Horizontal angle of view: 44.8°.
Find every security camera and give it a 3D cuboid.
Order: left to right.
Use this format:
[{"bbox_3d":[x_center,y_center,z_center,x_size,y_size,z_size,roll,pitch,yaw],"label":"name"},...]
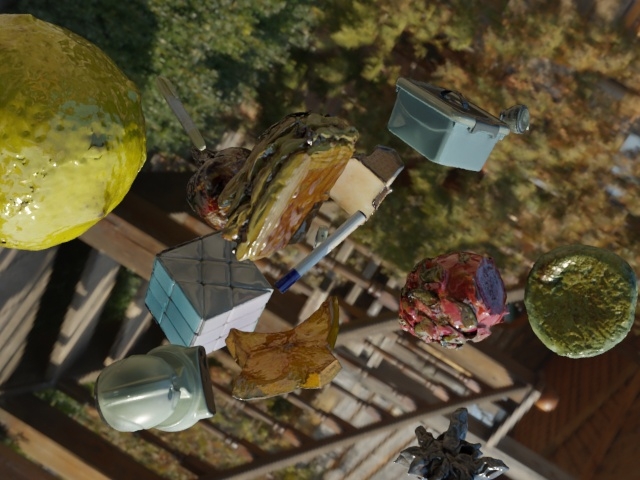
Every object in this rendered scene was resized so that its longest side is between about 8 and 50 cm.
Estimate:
[{"bbox_3d":[-0.367,0.327,1.681,0.277,0.191,0.197,25,54,-75],"label":"security camera"}]

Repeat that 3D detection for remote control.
[{"bbox_3d":[0.000,0.000,2.286,0.122,0.032,0.074,111,-11,-75],"label":"remote control"}]

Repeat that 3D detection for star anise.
[{"bbox_3d":[0.293,0.512,1.787,0.212,0.283,0.129,-25,132,-12],"label":"star anise"}]

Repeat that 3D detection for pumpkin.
[{"bbox_3d":[-0.069,0.251,1.752,0.258,0.290,0.095,-116,-167,-61],"label":"pumpkin"}]

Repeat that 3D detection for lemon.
[{"bbox_3d":[-0.452,-0.172,1.180,0.350,0.387,0.350,-45,170,-11],"label":"lemon"}]

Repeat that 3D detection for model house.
[{"bbox_3d":[0.139,-0.181,2.197,0.172,0.166,0.183,-42,173,-44],"label":"model house"}]

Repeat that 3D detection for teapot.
[{"bbox_3d":[0.442,-0.273,1.764,0.088,0.057,0.066,23,81,-54],"label":"teapot"}]

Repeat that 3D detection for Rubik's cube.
[{"bbox_3d":[-0.292,0.142,1.997,0.221,0.231,0.225,-22,153,-35],"label":"Rubik's cube"}]

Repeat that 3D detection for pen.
[{"bbox_3d":[-0.341,-0.317,1.901,0.032,0.233,0.040,-17,156,-46],"label":"pen"},{"bbox_3d":[0.000,0.025,1.803,0.269,0.033,0.033,-41,176,-6],"label":"pen"}]

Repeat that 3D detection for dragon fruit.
[{"bbox_3d":[0.337,0.152,2.060,0.291,0.250,0.269,-23,-172,41],"label":"dragon fruit"}]

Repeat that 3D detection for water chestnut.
[{"bbox_3d":[-0.283,-0.159,2.326,0.289,0.244,0.289,10,90,-84],"label":"water chestnut"}]

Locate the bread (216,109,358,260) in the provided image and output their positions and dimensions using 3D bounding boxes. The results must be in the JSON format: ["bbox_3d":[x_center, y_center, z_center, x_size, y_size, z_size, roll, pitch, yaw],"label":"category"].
[{"bbox_3d":[-0.084,-0.130,1.660,0.324,0.167,0.277,-60,165,22],"label":"bread"}]

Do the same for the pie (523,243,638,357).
[{"bbox_3d":[0.626,0.143,1.865,0.277,0.277,0.078,-60,160,16],"label":"pie"}]

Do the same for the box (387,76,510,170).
[{"bbox_3d":[0.249,-0.237,1.553,0.227,0.162,0.130,45,-60,46],"label":"box"}]
